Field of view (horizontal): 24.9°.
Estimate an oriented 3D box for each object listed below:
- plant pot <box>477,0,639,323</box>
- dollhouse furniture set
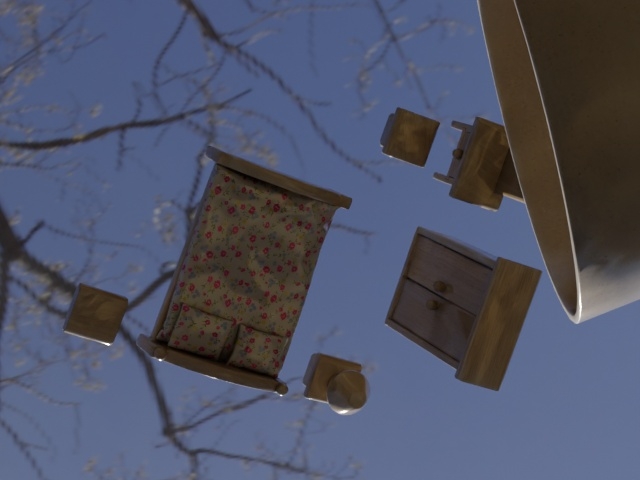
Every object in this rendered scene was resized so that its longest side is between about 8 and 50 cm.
[{"bbox_3d":[0.245,-0.111,0.831,0.274,0.256,0.256,-15,-93,3],"label":"plant pot"},{"bbox_3d":[0.000,0.000,1.277,0.355,0.174,0.303,17,-85,-25],"label":"dollhouse furniture set"}]
